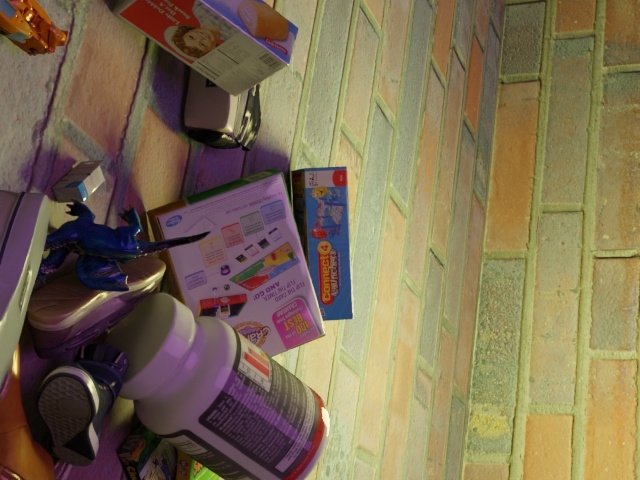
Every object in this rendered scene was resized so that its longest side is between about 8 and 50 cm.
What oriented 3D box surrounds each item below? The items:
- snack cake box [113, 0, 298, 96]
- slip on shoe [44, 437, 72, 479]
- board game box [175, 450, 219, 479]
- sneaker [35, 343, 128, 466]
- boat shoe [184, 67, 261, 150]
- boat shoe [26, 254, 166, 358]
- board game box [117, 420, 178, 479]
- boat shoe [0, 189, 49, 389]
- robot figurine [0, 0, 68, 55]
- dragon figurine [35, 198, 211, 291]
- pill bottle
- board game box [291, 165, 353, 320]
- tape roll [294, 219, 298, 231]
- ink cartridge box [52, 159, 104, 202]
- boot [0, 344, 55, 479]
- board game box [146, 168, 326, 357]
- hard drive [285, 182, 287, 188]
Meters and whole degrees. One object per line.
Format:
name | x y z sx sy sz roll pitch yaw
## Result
snack cake box | -0.187 -0.365 1.763 0.264 0.152 0.089 33 55 -31
slip on shoe | -0.376 0.291 1.550 0.041 0.051 0.135 65 40 -54
board game box | -0.218 0.447 1.870 0.124 0.039 0.259 -3 101 -70
sneaker | -0.329 0.192 1.478 0.226 0.086 0.163 103 0 -51
boat shoe | -0.168 -0.329 1.988 0.158 0.127 0.340 33 66 -69
boat shoe | -0.338 0.092 1.594 0.285 0.103 0.092 -36 144 -60
board game box | -0.260 0.329 1.834 0.260 0.030 0.136 -58 138 -51
boat shoe | -0.448 0.070 1.294 0.136 0.156 0.367 104 -7 -49
robot figurine | -0.436 -0.387 1.406 0.291 0.085 0.211 48 45 -56
dragon figurine | -0.309 0.018 1.536 0.144 0.289 0.085 -100 -153 -52
pill bottle | -0.170 0.252 1.721 0.363 0.210 0.210 42 48 -32
board game box | 0.000 0.000 2.197 0.308 0.086 0.302 -162 -111 -83
tape roll | -0.136 0.050 2.042 0.286 0.100 0.286 -2 90 -67
ink cartridge box | -0.361 -0.090 1.601 0.083 0.048 0.028 -58 140 -51
boot | -0.420 0.261 1.413 0.211 0.104 0.295 49 45 -65
board game box | -0.144 0.062 1.860 0.242 0.064 0.316 -20 106 -21
hard drive | -0.089 -0.042 2.002 0.094 0.022 0.135 -6 93 -66
